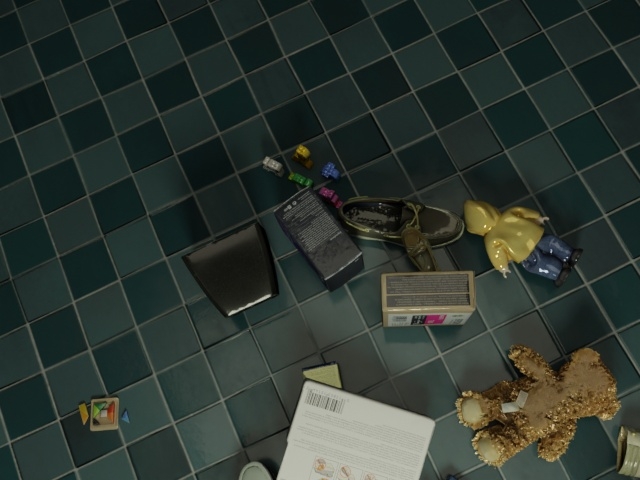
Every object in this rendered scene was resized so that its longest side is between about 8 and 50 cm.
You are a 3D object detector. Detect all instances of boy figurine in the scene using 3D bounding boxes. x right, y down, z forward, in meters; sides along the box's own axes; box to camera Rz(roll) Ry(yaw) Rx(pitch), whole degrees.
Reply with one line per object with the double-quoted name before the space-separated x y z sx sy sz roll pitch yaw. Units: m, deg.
"boy figurine" 0.449 0.002 1.575 0.285 0.092 0.177 29 79 13

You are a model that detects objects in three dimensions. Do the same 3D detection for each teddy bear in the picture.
"teddy bear" 0.465 0.356 1.477 0.338 0.113 0.245 -42 67 1

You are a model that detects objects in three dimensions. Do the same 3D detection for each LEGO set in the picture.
"LEGO set" -0.033 -0.177 1.670 0.227 0.093 0.087 29 79 13

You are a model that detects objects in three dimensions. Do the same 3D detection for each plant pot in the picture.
"plant pot" -0.188 0.077 1.575 0.187 0.188 0.167 -25 85 -2

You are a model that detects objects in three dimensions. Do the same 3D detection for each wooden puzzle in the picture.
"wooden puzzle" -0.507 0.406 1.592 0.116 0.014 0.079 -12 74 2

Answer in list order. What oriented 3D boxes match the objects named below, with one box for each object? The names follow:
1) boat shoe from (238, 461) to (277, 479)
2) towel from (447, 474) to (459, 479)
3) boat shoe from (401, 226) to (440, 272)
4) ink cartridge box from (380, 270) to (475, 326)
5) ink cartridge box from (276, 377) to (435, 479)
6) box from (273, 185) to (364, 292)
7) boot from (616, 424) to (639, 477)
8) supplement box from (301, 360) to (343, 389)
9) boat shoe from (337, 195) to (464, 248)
"boat shoe" -0.096 0.623 1.454 0.114 0.091 0.303 -23 71 27
"towel" 0.308 0.563 1.449 0.119 0.029 0.067 39 49 11
"boat shoe" 0.236 0.038 1.571 0.056 0.048 0.153 -25 106 9
"ink cartridge box" 0.228 0.131 1.485 0.193 0.235 0.088 -1 74 6
"ink cartridge box" 0.067 0.464 1.461 0.296 0.066 0.261 18 83 -3
"box" 0.000 0.000 1.586 0.108 0.153 0.207 -36 73 -5
"boot" 0.725 0.413 1.440 0.165 0.077 0.213 16 79 12
"supplement box" 0.007 0.325 1.543 0.083 0.056 0.083 -13 73 2
"boat shoe" 0.189 -0.046 1.612 0.304 0.091 0.109 5 75 7
